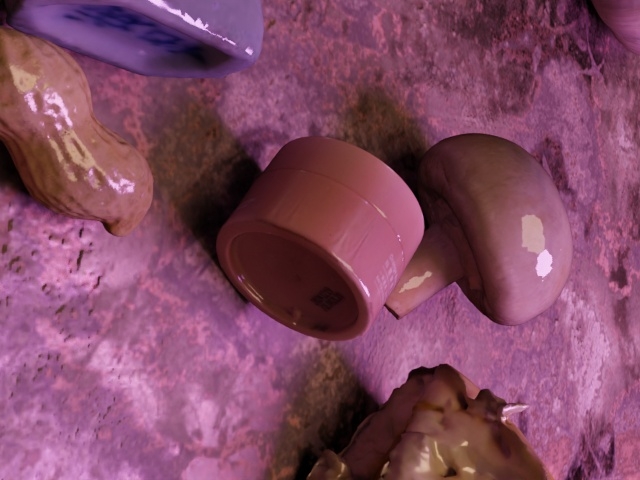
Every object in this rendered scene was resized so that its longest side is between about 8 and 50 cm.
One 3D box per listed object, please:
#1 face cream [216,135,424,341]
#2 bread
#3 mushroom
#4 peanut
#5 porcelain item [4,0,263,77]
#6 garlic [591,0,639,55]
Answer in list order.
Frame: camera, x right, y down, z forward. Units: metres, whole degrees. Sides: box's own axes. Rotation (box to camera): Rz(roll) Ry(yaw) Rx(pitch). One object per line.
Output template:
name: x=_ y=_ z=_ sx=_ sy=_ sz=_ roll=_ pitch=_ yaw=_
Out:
face cream: x=0.000 y=0.000 z=0.833 sx=0.104 sy=0.149 sz=0.149 roll=-56 pitch=130 yaw=-32
bread: x=0.157 y=0.364 z=0.942 sx=0.394 sy=0.250 sz=0.361 roll=51 pitch=54 yaw=-38
mushroom: x=0.143 y=0.004 z=1.004 sx=0.215 sy=0.207 sz=0.207 roll=-30 pitch=117 yaw=-8
peanut: x=-0.179 y=-0.072 z=0.679 sx=0.187 sy=0.082 sz=0.082 roll=57 pitch=50 yaw=-34
porcelain item: x=-0.103 y=-0.330 z=0.691 sx=0.242 sy=0.178 sz=0.405 roll=15 pitch=81 yaw=-50
garlic: x=0.479 y=-0.396 z=1.363 sx=0.322 sy=0.241 sz=0.322 roll=-12 pitch=112 yaw=-31
